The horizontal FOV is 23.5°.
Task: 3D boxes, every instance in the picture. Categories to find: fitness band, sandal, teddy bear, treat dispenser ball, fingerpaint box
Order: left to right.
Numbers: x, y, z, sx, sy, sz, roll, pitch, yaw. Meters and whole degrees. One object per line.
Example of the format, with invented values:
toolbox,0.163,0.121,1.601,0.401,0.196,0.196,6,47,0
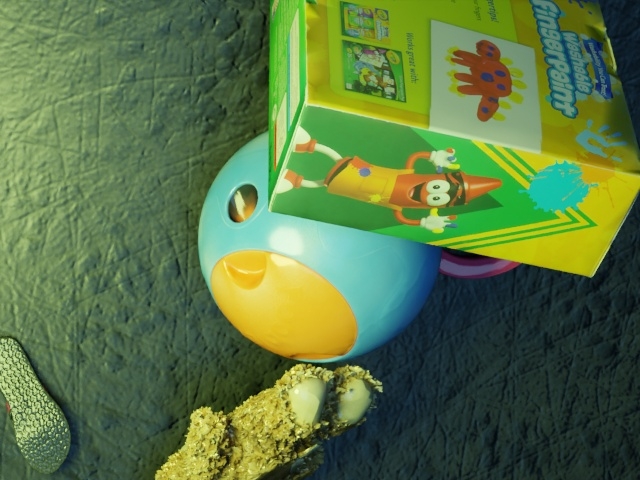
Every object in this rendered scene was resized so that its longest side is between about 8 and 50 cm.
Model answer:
sandal,-0.361,0.202,1.909,0.067,0.040,0.179,-25,87,-12
teddy bear,-0.078,0.243,1.877,0.245,0.338,0.113,-13,63,-39
treat dispenser ball,0.000,0.000,1.815,0.288,0.288,0.288,-1,98,-10
fingerpaint box,0.135,-0.192,1.738,0.371,0.445,0.163,11,131,-12
fitness band,0.187,-0.096,1.961,0.209,0.054,0.291,-11,99,-6
